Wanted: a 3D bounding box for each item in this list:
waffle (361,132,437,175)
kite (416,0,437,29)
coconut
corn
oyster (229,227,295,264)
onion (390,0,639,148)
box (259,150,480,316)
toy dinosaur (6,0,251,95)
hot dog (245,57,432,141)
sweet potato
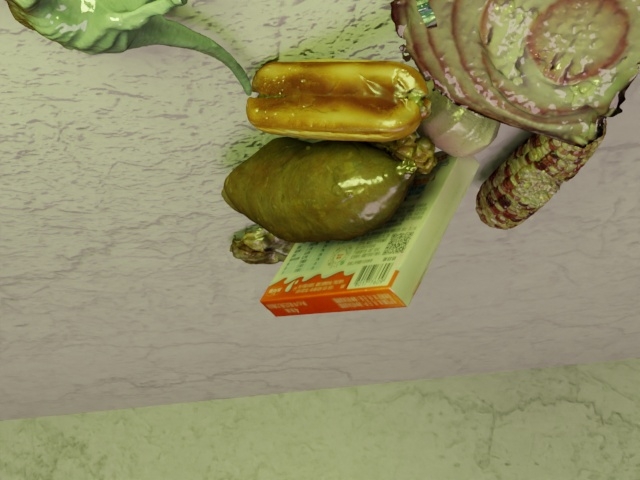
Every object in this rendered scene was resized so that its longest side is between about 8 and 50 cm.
[{"bbox_3d":[0.069,-0.141,1.118,0.191,0.038,0.191,26,174,3],"label":"waffle"},{"bbox_3d":[0.072,-0.314,0.711,0.169,0.015,0.310,-20,135,34],"label":"kite"},{"bbox_3d":[0.190,-0.164,1.109,0.124,0.110,0.110,19,148,-32],"label":"coconut"},{"bbox_3d":[0.334,-0.106,1.289,0.098,0.098,0.290,3,156,-19],"label":"corn"},{"bbox_3d":[0.000,0.001,1.518,0.345,0.078,0.128,-8,149,12],"label":"oyster"},{"bbox_3d":[0.231,-0.256,0.876,0.280,0.146,0.314,24,156,-3],"label":"onion"},{"bbox_3d":[0.067,-0.010,1.198,0.273,0.265,0.048,-10,131,50],"label":"box"},{"bbox_3d":[-0.190,-0.236,0.871,0.206,0.092,0.393,-13,170,27],"label":"toy dinosaur"},{"bbox_3d":[0.017,-0.167,1.005,0.250,0.100,0.068,9,173,33],"label":"hot dog"},{"bbox_3d":[0.001,-0.066,1.146,0.158,0.157,0.370,11,-178,-34],"label":"sweet potato"}]
